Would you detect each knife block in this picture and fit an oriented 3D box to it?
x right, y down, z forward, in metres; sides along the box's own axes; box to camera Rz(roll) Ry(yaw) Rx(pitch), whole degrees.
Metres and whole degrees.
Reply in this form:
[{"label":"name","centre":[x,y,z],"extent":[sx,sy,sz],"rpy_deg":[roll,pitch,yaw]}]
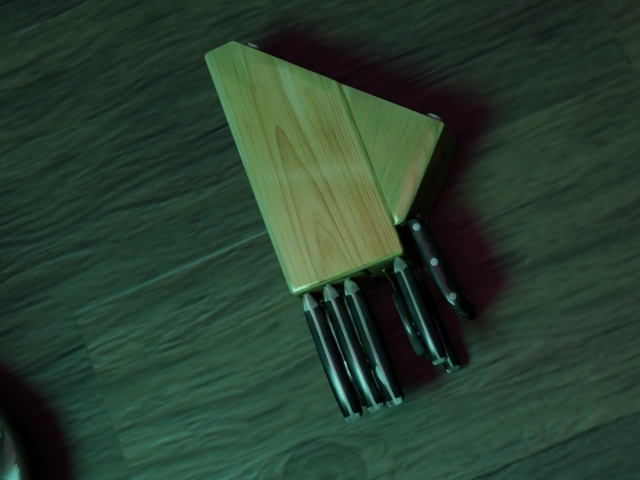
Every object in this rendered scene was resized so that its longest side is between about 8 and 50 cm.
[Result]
[{"label":"knife block","centre":[0.000,0.000,1.432],"extent":[0.275,0.088,0.242],"rpy_deg":[23,86,15]}]

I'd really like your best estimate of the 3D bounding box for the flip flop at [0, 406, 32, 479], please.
[{"label":"flip flop","centre":[-0.310,0.150,1.491],"extent":[0.112,0.080,0.277],"rpy_deg":[-45,59,4]}]
